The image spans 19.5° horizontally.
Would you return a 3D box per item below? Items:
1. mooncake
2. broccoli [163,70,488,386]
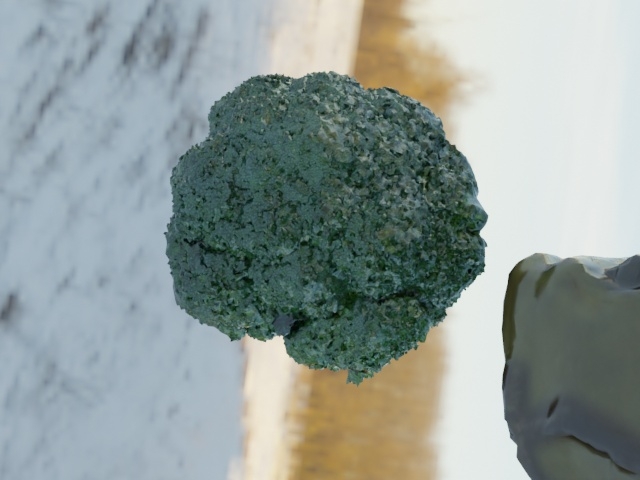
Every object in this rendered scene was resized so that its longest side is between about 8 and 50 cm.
[{"bbox_3d":[0.323,0.077,1.204,0.393,0.246,0.394,46,-61,35],"label":"mooncake"},{"bbox_3d":[0.000,0.000,1.491,0.270,0.270,0.270,84,11,-58],"label":"broccoli"}]
